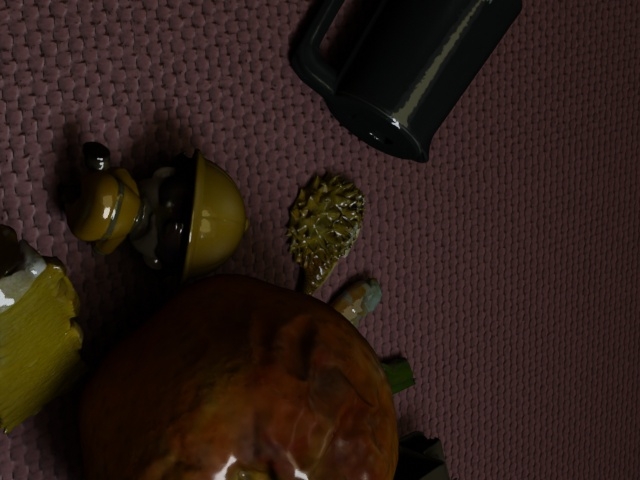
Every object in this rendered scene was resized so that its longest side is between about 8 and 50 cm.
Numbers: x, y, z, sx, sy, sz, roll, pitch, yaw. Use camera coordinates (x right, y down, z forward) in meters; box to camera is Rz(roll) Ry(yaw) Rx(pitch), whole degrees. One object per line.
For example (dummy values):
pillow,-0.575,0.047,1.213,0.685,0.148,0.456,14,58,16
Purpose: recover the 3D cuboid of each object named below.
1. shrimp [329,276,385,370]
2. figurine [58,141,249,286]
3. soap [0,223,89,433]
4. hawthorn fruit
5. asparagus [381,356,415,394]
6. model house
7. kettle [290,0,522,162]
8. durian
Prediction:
shrimp,0.079,0.159,1.912,0.161,0.049,0.166,-47,107,-16
figurine,-0.220,-0.033,1.539,0.257,0.167,0.192,2,114,-40
soap,-0.355,0.132,1.366,0.169,0.304,0.339,-45,127,-20
hawthorn fruit,-0.094,0.278,1.521,0.472,0.472,0.472,-13,110,-39
asparagus,0.070,0.264,1.953,0.277,0.060,0.067,-21,122,-37
model house,0.152,0.485,1.980,0.204,0.211,0.243,-25,112,-33
kettle,0.141,-0.315,1.769,0.262,0.203,0.308,43,75,-42
durian,0.012,0.003,1.815,0.140,0.078,0.224,11,93,-43
